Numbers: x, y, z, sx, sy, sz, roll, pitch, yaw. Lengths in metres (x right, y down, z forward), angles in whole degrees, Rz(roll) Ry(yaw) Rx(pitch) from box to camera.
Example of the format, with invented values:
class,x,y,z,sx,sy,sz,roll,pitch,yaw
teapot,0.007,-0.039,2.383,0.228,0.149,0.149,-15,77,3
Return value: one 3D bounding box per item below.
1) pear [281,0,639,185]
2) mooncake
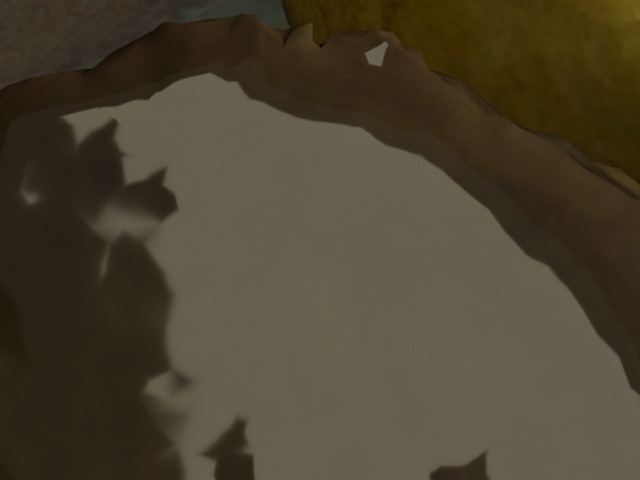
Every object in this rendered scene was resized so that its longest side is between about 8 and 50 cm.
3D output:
class,x,y,z,sx,sy,sz,roll,pitch,yaw
pear,0.125,-0.141,0.589,0.314,0.314,0.314,-13,62,26
mooncake,-0.007,0.110,0.446,0.324,0.187,0.324,-4,76,16
